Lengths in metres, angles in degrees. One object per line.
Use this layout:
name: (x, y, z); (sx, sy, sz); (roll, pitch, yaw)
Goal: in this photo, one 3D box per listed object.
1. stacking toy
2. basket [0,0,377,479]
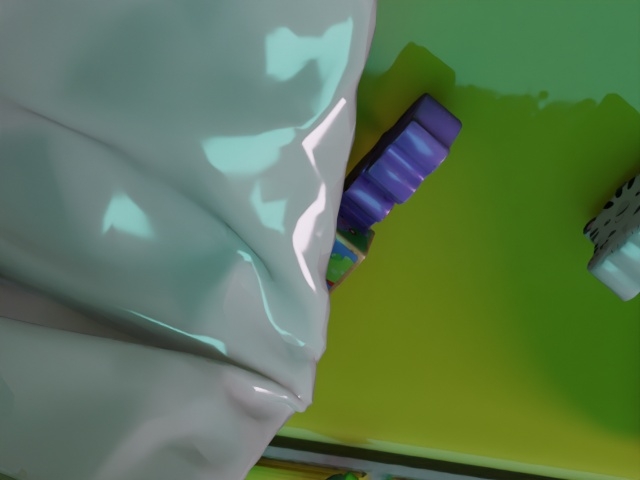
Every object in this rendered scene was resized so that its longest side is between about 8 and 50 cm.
stacking toy: (0.000, 0.000, 0.470); (0.167, 0.052, 0.221); (41, 114, -7)
basket: (-0.151, -0.075, 0.272); (0.266, 0.328, 0.331); (17, 115, 16)
